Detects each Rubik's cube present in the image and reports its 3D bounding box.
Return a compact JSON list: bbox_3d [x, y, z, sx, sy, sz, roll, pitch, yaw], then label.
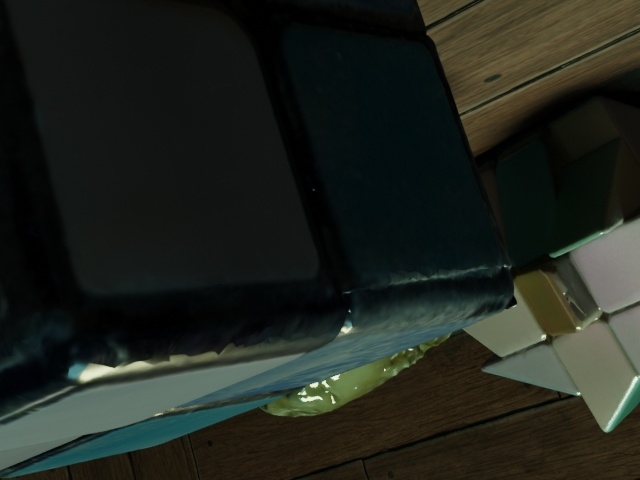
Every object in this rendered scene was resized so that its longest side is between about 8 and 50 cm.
[{"bbox_3d":[-0.136,-0.054,0.600,0.316,0.313,0.318,-25,166,35],"label":"Rubik's cube"},{"bbox_3d":[0.357,0.019,1.471,0.358,0.368,0.387,-28,177,-42],"label":"Rubik's cube"}]

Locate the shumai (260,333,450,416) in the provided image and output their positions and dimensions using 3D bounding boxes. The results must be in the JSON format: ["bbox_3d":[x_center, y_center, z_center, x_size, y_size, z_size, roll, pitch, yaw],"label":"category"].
[{"bbox_3d":[-0.001,0.023,1.100,0.330,0.292,0.288,-54,177,3],"label":"shumai"}]
